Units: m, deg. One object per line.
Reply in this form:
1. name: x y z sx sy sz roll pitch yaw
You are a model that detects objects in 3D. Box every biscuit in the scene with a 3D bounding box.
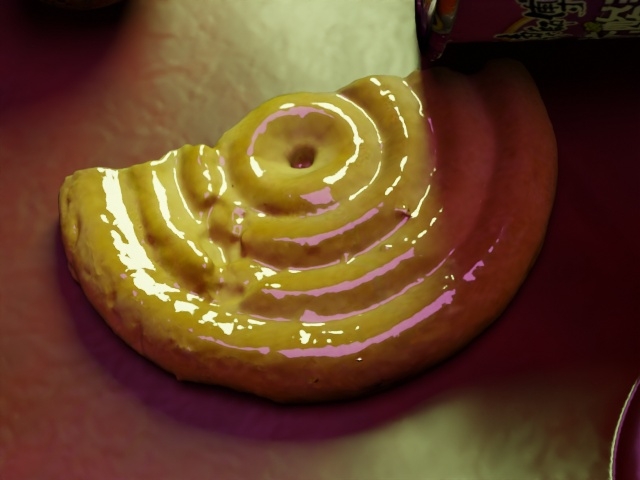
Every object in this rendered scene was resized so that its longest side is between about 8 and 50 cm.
1. biscuit: 0.000 -0.001 0.694 0.224 0.033 0.145 -13 62 0

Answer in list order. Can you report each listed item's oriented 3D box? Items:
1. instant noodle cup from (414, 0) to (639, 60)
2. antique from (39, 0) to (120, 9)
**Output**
1. instant noodle cup: 0.146 -0.193 0.673 0.190 0.251 0.251 4 63 -1
2. antique: -0.114 -0.158 0.752 0.104 0.104 0.104 -2 62 5
